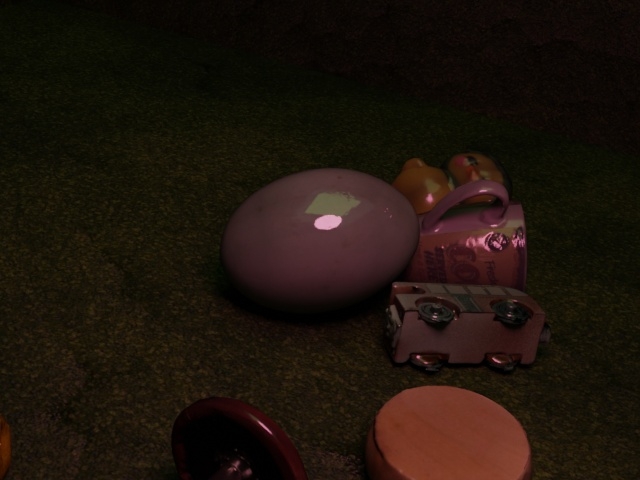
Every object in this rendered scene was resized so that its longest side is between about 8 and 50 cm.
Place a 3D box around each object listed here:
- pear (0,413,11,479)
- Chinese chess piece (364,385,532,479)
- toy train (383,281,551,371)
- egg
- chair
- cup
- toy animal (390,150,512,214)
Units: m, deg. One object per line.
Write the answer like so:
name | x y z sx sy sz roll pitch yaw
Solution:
pear | -0.488 0.282 1.085 0.162 0.148 0.148 -16 33 -2
Chinese chess piece | 0.192 0.329 1.252 0.251 0.097 0.250 3 29 -1
toy train | 0.273 0.161 1.571 0.327 0.129 0.159 2 24 -14
egg | 0.000 0.000 1.591 0.389 0.276 0.276 -9 33 -8
chair | -0.173 0.341 0.997 0.227 0.226 0.401 24 31 23
cup | 0.286 0.002 1.696 0.257 0.301 0.227 -1 45 2
toy animal | 0.276 -0.088 1.918 0.339 0.191 0.216 -18 63 -3
